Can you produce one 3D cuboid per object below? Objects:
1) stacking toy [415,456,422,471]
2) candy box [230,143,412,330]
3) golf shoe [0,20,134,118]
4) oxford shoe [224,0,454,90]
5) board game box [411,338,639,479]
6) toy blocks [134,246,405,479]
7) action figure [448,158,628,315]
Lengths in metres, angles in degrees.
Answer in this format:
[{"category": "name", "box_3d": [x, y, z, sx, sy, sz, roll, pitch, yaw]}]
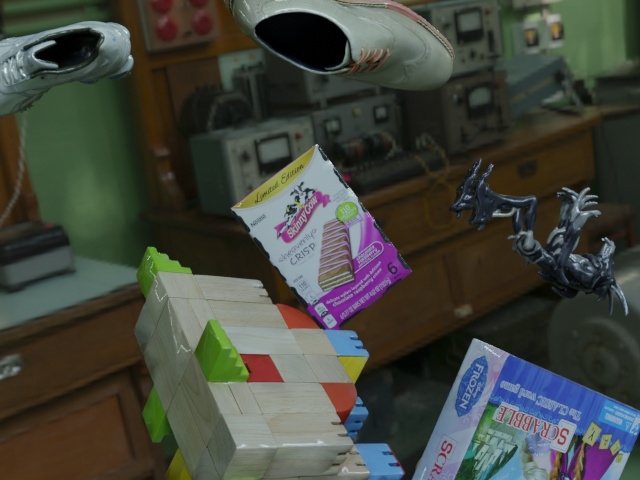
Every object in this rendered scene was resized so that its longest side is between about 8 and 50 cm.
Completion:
[{"category": "stacking toy", "box_3d": [0.220, 0.502, 1.588, 0.279, 0.309, 0.130, -37, 26, 34]}, {"category": "candy box", "box_3d": [0.000, 0.000, 1.420, 0.159, 0.233, 0.071, -38, 3, -5]}, {"category": "golf shoe", "box_3d": [-0.256, -0.157, 0.859, 0.176, 0.069, 0.086, -19, 1, 2]}, {"category": "oxford shoe", "box_3d": [0.042, -0.282, 1.449, 0.396, 0.140, 0.147, 11, 39, -28]}, {"category": "board game box", "box_3d": [0.249, 0.319, 1.243, 0.318, 0.318, 0.066, 24, -1, -38]}, {"category": "toy blocks", "box_3d": [-0.050, 0.171, 1.158, 0.260, 0.191, 0.381, 6, 33, -34]}, {"category": "action figure", "box_3d": [0.321, -0.012, 1.331, 0.275, 0.141, 0.164, 33, -1, -6]}]
